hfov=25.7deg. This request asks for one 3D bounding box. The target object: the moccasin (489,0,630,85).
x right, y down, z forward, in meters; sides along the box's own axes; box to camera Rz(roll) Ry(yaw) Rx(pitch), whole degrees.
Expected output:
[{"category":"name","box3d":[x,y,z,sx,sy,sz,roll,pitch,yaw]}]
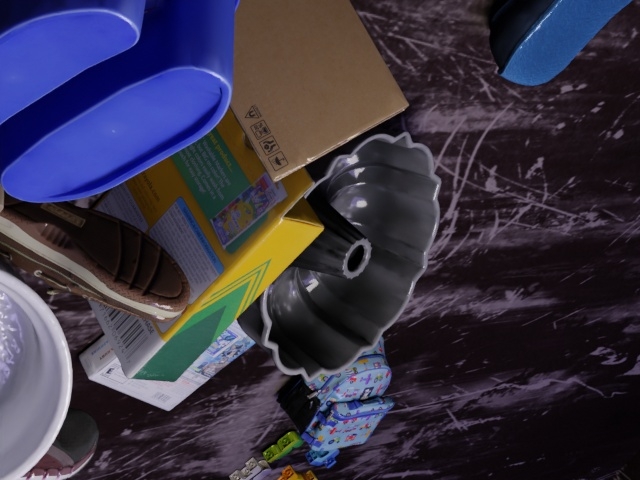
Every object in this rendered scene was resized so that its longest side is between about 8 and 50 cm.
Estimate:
[{"category":"moccasin","box3d":[0.309,-0.332,1.623,0.137,0.117,0.342,24,124,-41]}]

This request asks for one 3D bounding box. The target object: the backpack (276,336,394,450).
[{"category":"backpack","box3d":[0.043,0.229,2.195,0.158,0.117,0.173,1,134,-44]}]

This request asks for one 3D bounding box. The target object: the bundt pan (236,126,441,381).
[{"category":"bundt pan","box3d":[0.000,0.000,1.729,0.331,0.124,0.331,-33,136,-38]}]

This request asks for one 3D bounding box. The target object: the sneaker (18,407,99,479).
[{"category":"sneaker","box3d":[-0.363,0.220,1.702,0.281,0.106,0.162,-10,137,-49]}]

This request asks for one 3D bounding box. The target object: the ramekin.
[{"category":"ramekin","box3d":[-0.413,0.132,1.504,0.277,0.135,0.277,-5,108,-16]}]

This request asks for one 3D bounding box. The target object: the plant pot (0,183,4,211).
[{"category":"plant pot","box3d":[-0.382,-0.050,1.414,0.109,0.096,0.109,-45,148,22]}]

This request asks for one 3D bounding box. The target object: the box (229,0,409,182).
[{"category":"box","box3d":[-0.027,-0.185,1.449,0.164,0.201,0.021,-29,176,-6]}]

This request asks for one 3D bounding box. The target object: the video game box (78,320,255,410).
[{"category":"video game box","box3d":[-0.198,0.141,1.911,0.187,0.048,0.205,-36,150,10]}]

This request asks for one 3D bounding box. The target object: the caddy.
[{"category":"caddy","box3d":[-0.225,-0.182,1.255,0.341,0.179,0.241,-25,145,32]}]

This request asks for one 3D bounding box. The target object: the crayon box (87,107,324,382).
[{"category":"crayon box","box3d":[-0.134,-0.019,1.576,0.323,0.203,0.083,-46,149,22]}]

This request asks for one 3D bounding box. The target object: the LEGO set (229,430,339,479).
[{"category":"LEGO set","box3d":[-0.030,0.369,2.361,0.227,0.087,0.093,-39,149,15]}]

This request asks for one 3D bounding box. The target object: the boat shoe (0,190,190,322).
[{"category":"boat shoe","box3d":[-0.263,0.019,1.518,0.095,0.257,0.095,-58,179,42]}]
